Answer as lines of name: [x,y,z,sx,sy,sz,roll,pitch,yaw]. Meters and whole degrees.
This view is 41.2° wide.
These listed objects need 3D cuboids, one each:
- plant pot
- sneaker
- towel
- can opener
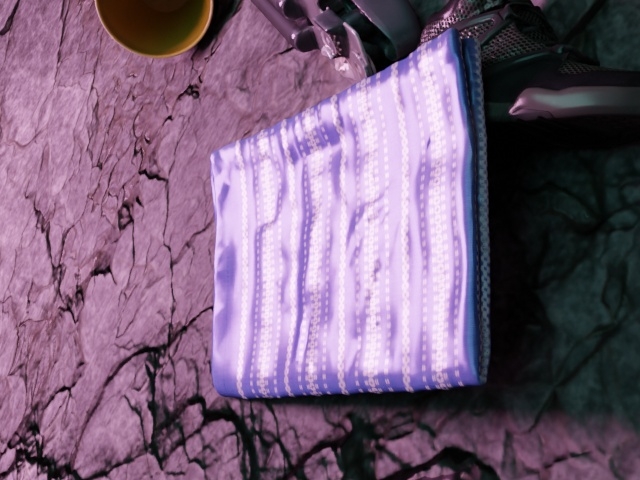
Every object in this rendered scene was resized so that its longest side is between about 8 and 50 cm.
plant pot: [-0.191,-0.294,1.008,0.134,0.134,0.095,-48,20,20]
sneaker: [0.150,-0.132,0.603,0.227,0.087,0.130,13,89,53]
towel: [0.000,0.000,0.673,0.336,0.040,0.243,-17,70,53]
can opener: [0.002,-0.234,0.829,0.095,0.076,0.283,-29,46,-6]
